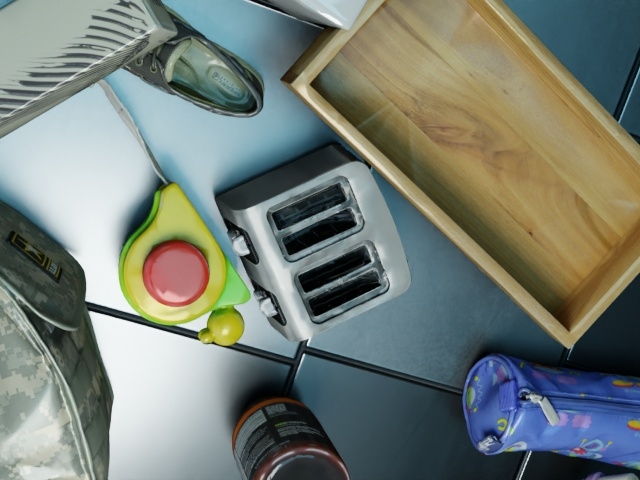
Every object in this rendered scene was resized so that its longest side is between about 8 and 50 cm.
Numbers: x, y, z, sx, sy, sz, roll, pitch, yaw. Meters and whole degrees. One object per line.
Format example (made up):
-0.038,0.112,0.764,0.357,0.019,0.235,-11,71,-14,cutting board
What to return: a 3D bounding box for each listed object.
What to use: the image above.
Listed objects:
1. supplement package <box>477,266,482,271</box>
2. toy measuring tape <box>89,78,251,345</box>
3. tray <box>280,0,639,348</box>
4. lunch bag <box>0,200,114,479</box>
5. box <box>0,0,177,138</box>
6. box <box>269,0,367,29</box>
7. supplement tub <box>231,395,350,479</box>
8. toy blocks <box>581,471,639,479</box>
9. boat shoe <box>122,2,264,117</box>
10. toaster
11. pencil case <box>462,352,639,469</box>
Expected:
0.231,-0.050,1.322,0.179,0.105,0.105,-42,110,-1,supplement package
-0.191,-0.020,1.228,0.121,0.121,0.330,-34,99,-4,toy measuring tape
0.177,-0.098,1.206,0.411,0.076,0.203,42,91,-17,tray
-0.307,0.101,1.154,0.169,0.235,0.287,-15,107,-5,lunch bag
-0.282,-0.172,1.127,0.275,0.113,0.094,-30,94,7,box
0.025,-0.397,1.129,0.168,0.215,0.345,31,94,-18,box
-0.038,0.235,1.273,0.106,0.198,0.106,-3,104,-12,supplement tub
0.287,0.458,1.428,0.260,0.309,0.289,-18,113,37,toy blocks
-0.152,-0.193,1.207,0.223,0.073,0.080,28,96,-18,boat shoe
0.000,0.000,1.274,0.185,0.110,0.168,-24,109,-8,toaster
0.322,0.208,1.395,0.306,0.133,0.119,10,74,-17,pencil case
